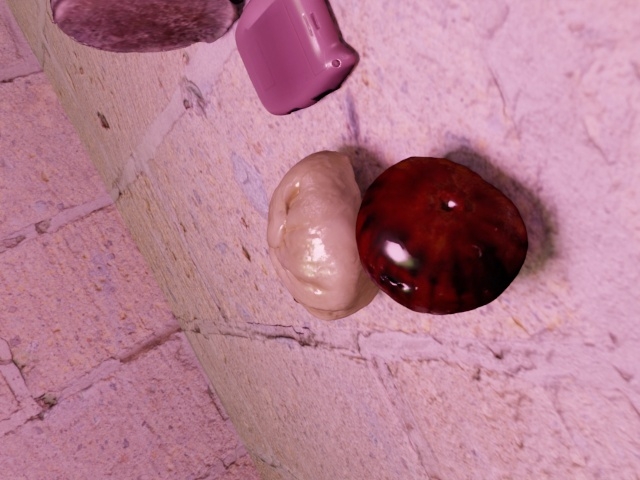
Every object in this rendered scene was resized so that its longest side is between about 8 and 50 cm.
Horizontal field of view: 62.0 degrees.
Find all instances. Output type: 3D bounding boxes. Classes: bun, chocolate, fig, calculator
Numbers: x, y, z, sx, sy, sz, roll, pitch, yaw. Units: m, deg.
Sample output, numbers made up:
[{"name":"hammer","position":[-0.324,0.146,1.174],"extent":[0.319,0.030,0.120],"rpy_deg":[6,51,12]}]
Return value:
[{"name":"bun","position":[0.000,0.000,0.813],"extent":[0.259,0.160,0.259],"rpy_deg":[-15,-90,-89]},{"name":"chocolate","position":[-0.291,-0.456,0.865],"extent":[0.303,0.303,0.213],"rpy_deg":[-8,93,60]},{"name":"fig","position":[0.140,0.021,0.682],"extent":[0.203,0.186,0.249],"rpy_deg":[28,149,17]},{"name":"calculator","position":[-0.062,-0.300,0.844],"extent":[0.294,0.043,0.194],"rpy_deg":[-4,113,61]}]

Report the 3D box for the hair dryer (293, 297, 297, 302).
[{"name":"hair dryer","position":[-0.008,0.008,1.013],"extent":[0.197,0.089,0.251],"rpy_deg":[-11,100,61]}]
